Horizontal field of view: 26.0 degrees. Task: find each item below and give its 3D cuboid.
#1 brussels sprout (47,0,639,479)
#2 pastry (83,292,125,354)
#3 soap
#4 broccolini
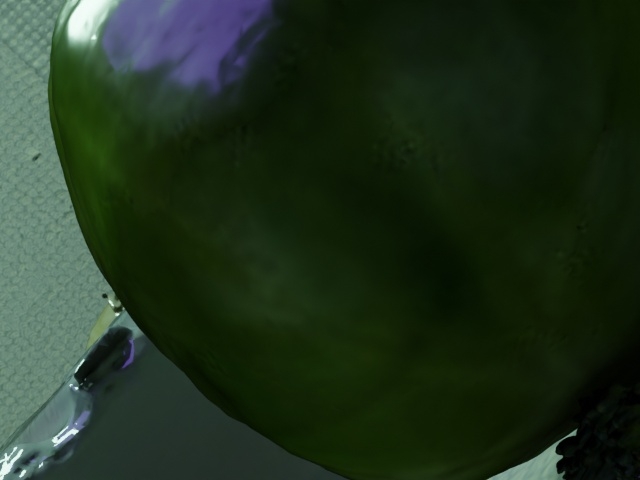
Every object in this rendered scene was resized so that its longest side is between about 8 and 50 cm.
[{"bbox_3d":[0.054,-0.045,0.618,0.281,0.354,0.289,-54,43,6],"label":"brussels sprout"},{"bbox_3d":[-0.145,0.102,1.273,0.166,0.088,0.166,-33,-43,-36],"label":"pastry"},{"bbox_3d":[-0.183,0.245,1.047,0.350,0.213,0.435,-54,8,-31],"label":"soap"},{"bbox_3d":[0.166,0.032,0.535,0.202,0.068,0.091,-48,-15,-19],"label":"broccolini"}]
